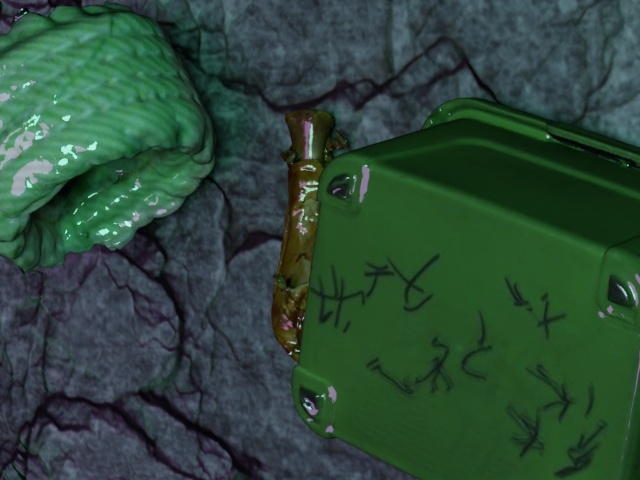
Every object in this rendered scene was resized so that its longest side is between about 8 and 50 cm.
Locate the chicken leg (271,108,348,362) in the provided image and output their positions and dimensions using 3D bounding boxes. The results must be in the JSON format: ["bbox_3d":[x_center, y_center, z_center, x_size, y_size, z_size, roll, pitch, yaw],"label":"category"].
[{"bbox_3d":[-0.001,0.000,1.507,0.085,0.101,0.207,-7,83,12],"label":"chicken leg"}]

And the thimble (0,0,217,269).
[{"bbox_3d":[-0.197,-0.084,1.587,0.219,0.219,0.150,-43,68,38],"label":"thimble"}]

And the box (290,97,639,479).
[{"bbox_3d":[0.141,0.059,1.328,0.329,0.178,0.252,20,109,37],"label":"box"}]
